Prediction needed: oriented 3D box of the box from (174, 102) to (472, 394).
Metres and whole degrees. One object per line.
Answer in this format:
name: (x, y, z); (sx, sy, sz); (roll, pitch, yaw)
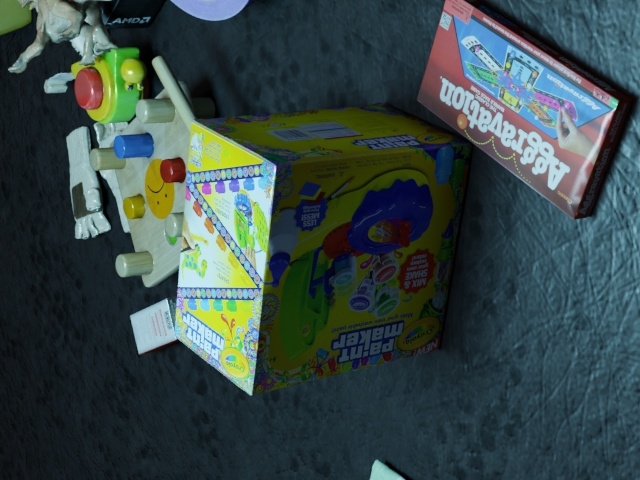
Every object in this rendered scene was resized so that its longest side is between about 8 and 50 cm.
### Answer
box: (0.000, 0.000, 1.558); (0.177, 0.290, 0.279); (31, 122, 46)

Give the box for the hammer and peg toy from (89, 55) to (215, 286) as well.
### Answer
hammer and peg toy: (-0.212, -0.107, 1.965); (0.361, 0.127, 0.265); (-35, 67, 51)

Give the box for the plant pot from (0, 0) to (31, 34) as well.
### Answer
plant pot: (-0.658, -0.480, 2.444); (0.212, 0.187, 0.212); (20, 113, 51)

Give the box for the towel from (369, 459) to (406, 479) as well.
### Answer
towel: (0.158, 0.460, 1.658); (0.325, 0.038, 0.247); (30, 119, 50)

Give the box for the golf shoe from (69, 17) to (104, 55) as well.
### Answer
golf shoe: (-0.391, -0.389, 2.204); (0.086, 0.069, 0.176); (-30, 74, 46)

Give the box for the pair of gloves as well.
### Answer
pair of gloves: (-0.383, -0.108, 2.271); (0.240, 0.042, 0.204); (-8, 90, 53)

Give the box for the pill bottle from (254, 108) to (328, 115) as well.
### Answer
pill bottle: (-0.054, -0.103, 1.671); (0.121, 0.216, 0.121); (16, 110, 51)

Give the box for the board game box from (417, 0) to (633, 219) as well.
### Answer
board game box: (0.218, -0.156, 1.451); (0.281, 0.027, 0.145); (43, 131, 40)

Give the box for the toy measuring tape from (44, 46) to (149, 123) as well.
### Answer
toy measuring tape: (-0.376, -0.242, 2.174); (0.330, 0.121, 0.121); (-8, 91, 54)

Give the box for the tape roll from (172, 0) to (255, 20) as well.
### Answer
tape roll: (-0.147, -0.404, 1.786); (0.189, 0.080, 0.189); (20, 130, 25)

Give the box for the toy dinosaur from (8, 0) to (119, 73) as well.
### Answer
toy dinosaur: (-0.403, -0.381, 2.025); (0.296, 0.127, 0.200); (-22, 74, 50)

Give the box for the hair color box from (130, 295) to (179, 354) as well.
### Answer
hair color box: (-0.261, 0.140, 2.154); (0.141, 0.043, 0.072); (-23, 78, 54)

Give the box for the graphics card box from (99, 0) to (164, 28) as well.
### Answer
graphics card box: (-0.269, -0.521, 1.983); (0.371, 0.094, 0.232); (-46, 61, 47)
